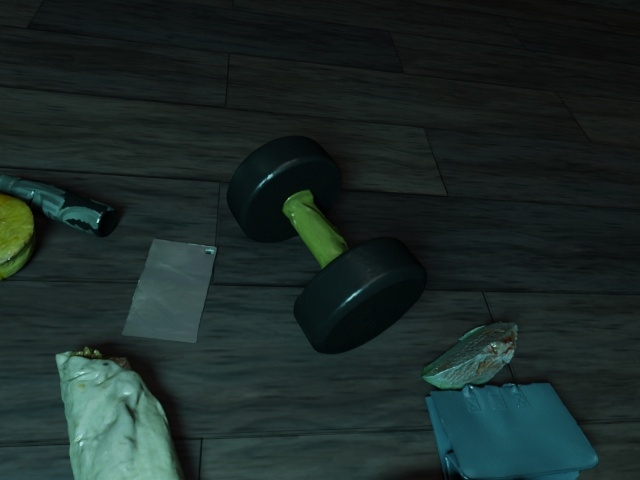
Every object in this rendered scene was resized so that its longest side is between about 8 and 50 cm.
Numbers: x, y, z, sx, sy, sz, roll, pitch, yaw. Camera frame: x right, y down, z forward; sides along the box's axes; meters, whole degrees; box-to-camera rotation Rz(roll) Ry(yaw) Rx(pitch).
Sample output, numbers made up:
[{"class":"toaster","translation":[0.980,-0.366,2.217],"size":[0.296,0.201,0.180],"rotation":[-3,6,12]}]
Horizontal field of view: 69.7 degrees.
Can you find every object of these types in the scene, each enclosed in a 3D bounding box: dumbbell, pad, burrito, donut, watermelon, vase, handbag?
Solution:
[{"class":"dumbbell","translation":[0.000,0.000,0.753],"size":[0.204,0.203,0.322],"rotation":[-20,57,-26]},{"class":"pad","translation":[-0.244,0.079,0.760],"size":[0.113,0.006,0.187],"rotation":[8,51,-8]},{"class":"burrito","translation":[-0.220,0.291,0.548],"size":[0.117,0.076,0.392],"rotation":[-15,58,-31]},{"class":"donut","translation":[-0.545,-0.003,0.715],"size":[0.191,0.074,0.174],"rotation":[2,50,-17]},{"class":"watermelon","translation":[0.243,0.189,0.734],"size":[0.180,0.094,0.081],"rotation":[-31,66,-15]},{"class":"vase","translation":[-0.460,-0.068,0.793],"size":[0.212,0.059,0.059],"rotation":[21,50,3]},{"class":"handbag","translation":[0.277,0.284,0.682],"size":[0.221,0.057,0.144],"rotation":[1,47,-12]}]
